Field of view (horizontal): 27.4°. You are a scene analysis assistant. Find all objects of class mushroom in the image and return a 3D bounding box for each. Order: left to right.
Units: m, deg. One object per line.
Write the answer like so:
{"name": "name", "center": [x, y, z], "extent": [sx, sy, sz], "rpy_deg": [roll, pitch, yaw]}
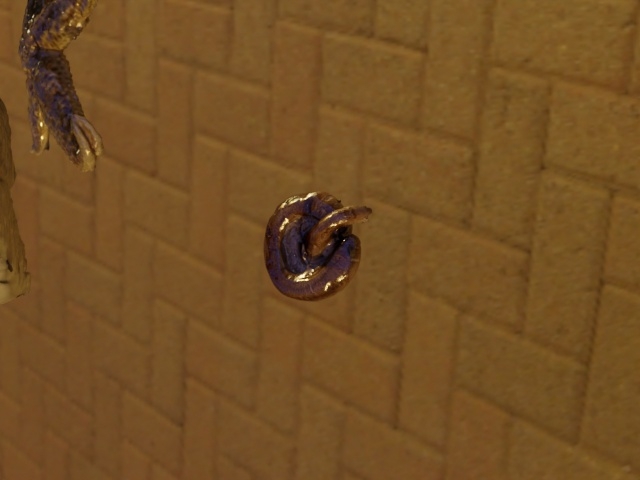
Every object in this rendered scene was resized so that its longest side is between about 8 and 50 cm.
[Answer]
{"name": "mushroom", "center": [0.001, 0.000, 1.597], "extent": [0.171, 0.080, 0.135], "rpy_deg": [-32, 79, 44]}

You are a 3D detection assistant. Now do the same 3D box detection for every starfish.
{"name": "starfish", "center": [-0.367, -0.318, 1.884], "extent": [0.324, 0.083, 0.431], "rpy_deg": [8, 92, 56]}

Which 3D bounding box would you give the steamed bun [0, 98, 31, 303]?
{"name": "steamed bun", "center": [-0.527, -0.069, 1.709], "extent": [0.346, 0.238, 0.394], "rpy_deg": [-106, 8, -66]}
